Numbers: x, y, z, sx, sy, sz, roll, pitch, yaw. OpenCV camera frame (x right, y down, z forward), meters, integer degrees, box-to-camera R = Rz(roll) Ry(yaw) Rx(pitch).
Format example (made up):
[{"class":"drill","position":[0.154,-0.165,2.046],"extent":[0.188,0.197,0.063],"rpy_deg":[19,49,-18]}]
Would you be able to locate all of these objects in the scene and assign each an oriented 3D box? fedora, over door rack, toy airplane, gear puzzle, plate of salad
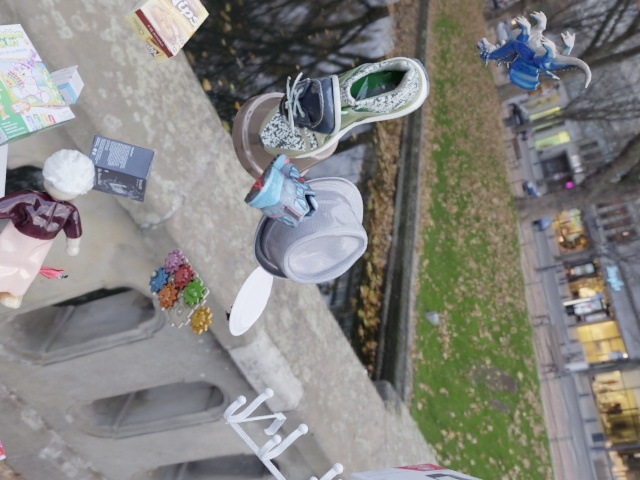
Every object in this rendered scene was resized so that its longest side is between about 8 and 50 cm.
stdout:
[{"class":"fedora","position":[0.000,0.000,1.288],"extent":[0.124,0.275,0.244],"rpy_deg":[48,-38,48]},{"class":"over door rack","position":[-0.057,0.444,1.322],"extent":[0.239,0.108,0.324],"rpy_deg":[42,-6,25]},{"class":"toy airplane","position":[-0.701,0.071,1.516],"extent":[0.151,0.151,0.028],"rpy_deg":[38,62,-56]},{"class":"gear puzzle","position":[-0.441,0.174,1.910],"extent":[0.339,0.175,0.044],"rpy_deg":[46,9,38]},{"class":"plate of salad","position":[-0.183,0.148,1.559],"extent":[0.200,0.048,0.200],"rpy_deg":[-54,159,-32]}]

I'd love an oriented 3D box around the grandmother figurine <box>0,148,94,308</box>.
[{"class":"grandmother figurine","position":[-0.539,-0.027,1.139],"extent":[0.104,0.342,0.207],"rpy_deg":[47,15,25]}]

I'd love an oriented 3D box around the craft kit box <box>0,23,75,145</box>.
[{"class":"craft kit box","position":[-0.706,-0.354,1.373],"extent":[0.247,0.060,0.250],"rpy_deg":[60,22,-14]}]

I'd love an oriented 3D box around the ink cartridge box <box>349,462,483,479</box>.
[{"class":"ink cartridge box","position":[0.111,0.260,0.574],"extent":[0.109,0.150,0.063],"rpy_deg":[6,80,-29]}]

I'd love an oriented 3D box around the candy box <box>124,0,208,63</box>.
[{"class":"candy box","position":[-0.523,-0.775,2.104],"extent":[0.183,0.087,0.317],"rpy_deg":[55,37,-33]}]

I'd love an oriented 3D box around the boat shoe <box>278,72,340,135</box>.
[{"class":"boat shoe","position":[-0.020,-0.219,0.978],"extent":[0.254,0.079,0.095],"rpy_deg":[-126,-143,-72]}]

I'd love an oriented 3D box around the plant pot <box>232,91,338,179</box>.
[{"class":"plant pot","position":[-0.074,-0.289,1.671],"extent":[0.263,0.229,0.263],"rpy_deg":[0,90,-38]}]

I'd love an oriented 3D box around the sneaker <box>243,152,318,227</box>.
[{"class":"sneaker","position":[-0.066,-0.080,1.147],"extent":[0.125,0.104,0.262],"rpy_deg":[38,15,-8]}]

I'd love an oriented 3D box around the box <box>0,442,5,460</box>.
[{"class":"box","position":[-0.889,0.508,1.409],"extent":[0.123,0.256,0.128],"rpy_deg":[66,10,10]}]

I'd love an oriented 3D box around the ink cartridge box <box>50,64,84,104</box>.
[{"class":"ink cartridge box","position":[-0.838,-0.496,1.981],"extent":[0.181,0.104,0.062],"rpy_deg":[-98,172,-51]}]

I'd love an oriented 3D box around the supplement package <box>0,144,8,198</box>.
[{"class":"supplement package","position":[-0.882,-0.232,1.482],"extent":[0.175,0.177,0.293],"rpy_deg":[112,-27,-69]}]

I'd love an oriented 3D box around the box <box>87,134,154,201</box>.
[{"class":"box","position":[-0.542,-0.191,1.651],"extent":[0.156,0.158,0.093],"rpy_deg":[132,-31,-63]}]

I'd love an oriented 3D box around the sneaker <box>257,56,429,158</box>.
[{"class":"sneaker","position":[0.038,-0.309,1.342],"extent":[0.182,0.410,0.158],"rpy_deg":[1,66,-80]}]

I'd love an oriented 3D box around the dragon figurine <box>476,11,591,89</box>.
[{"class":"dragon figurine","position":[0.445,-0.366,1.254],"extent":[0.289,0.085,0.144],"rpy_deg":[51,-25,30]}]
